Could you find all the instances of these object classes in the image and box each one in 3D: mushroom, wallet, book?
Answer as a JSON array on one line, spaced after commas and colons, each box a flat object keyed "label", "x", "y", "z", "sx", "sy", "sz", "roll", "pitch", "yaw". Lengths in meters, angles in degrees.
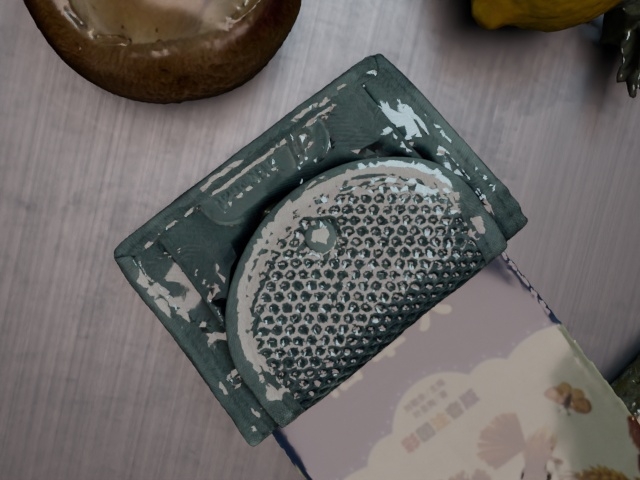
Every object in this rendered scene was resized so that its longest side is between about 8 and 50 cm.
[{"label": "mushroom", "x": -0.137, "y": -0.242, "z": 0.518, "sx": 0.253, "sy": 0.153, "sz": 0.253, "roll": -1, "pitch": 100, "yaw": -4}, {"label": "wallet", "x": 0.000, "y": 0.000, "z": 0.577, "sx": 0.342, "sy": 0.075, "sz": 0.237, "roll": -38, "pitch": 84, "yaw": -3}, {"label": "book", "x": 0.142, "y": 0.200, "z": 0.605, "sx": 0.300, "sy": 0.039, "sz": 0.428, "roll": -37, "pitch": 85, "yaw": -1}]

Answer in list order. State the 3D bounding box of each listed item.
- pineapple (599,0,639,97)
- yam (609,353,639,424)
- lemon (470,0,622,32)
[{"label": "pineapple", "x": 0.403, "y": -0.275, "z": 0.592, "sx": 0.169, "sy": 0.169, "sz": 0.340, "roll": 40, "pitch": 98, "yaw": -9}, {"label": "yam", "x": 0.356, "y": 0.171, "z": 0.656, "sx": 0.078, "sy": 0.078, "sz": 0.179, "roll": 43, "pitch": 89, "yaw": -8}, {"label": "lemon", "x": 0.218, "y": -0.294, "z": 0.543, "sx": 0.187, "sy": 0.187, "sz": 0.244, "roll": 32, "pitch": 94, "yaw": -8}]
